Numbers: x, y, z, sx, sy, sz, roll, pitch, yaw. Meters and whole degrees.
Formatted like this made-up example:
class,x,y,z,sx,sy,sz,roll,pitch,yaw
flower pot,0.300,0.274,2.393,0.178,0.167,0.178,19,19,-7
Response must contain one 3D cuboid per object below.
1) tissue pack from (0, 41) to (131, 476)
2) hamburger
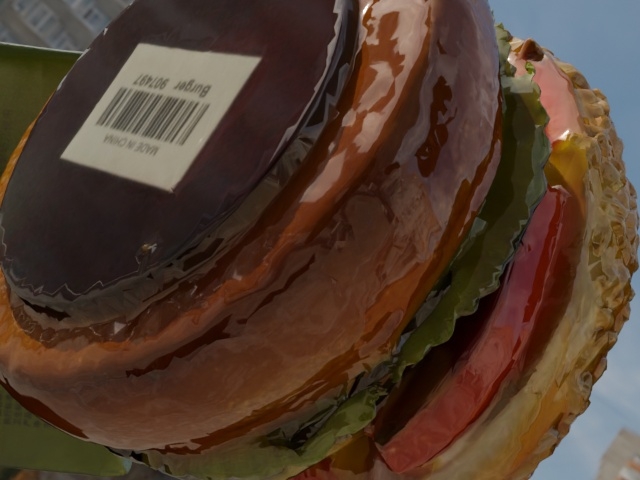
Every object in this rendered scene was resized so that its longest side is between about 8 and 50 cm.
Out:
class,x,y,z,sx,sy,sz,roll,pitch,yaw
tissue pack,-0.207,0.004,0.859,0.200,0.275,0.167,7,6,-2
hamburger,0.000,0.000,0.670,0.250,0.330,0.330,42,-12,-37
